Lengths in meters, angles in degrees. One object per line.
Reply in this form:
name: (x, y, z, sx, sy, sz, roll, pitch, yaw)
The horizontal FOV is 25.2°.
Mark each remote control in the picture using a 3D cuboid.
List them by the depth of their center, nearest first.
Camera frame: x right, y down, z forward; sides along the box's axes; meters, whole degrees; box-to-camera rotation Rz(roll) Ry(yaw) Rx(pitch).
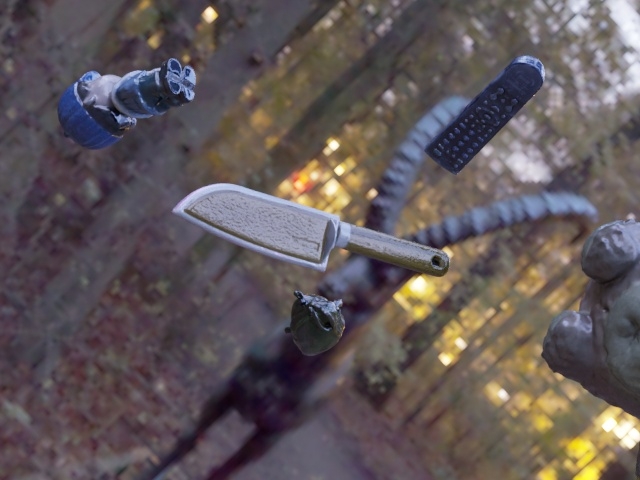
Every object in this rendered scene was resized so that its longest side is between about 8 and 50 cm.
remote control: (0.166, -0.126, 1.414, 0.043, 0.152, 0.027, 33, 35, -16)

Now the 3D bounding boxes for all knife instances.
knife: (0.001, 0.000, 1.092, 0.256, 0.046, 0.022, 16, -4, -33)

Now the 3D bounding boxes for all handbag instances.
handbag: (-0.005, 0.087, 1.560, 0.047, 0.072, 0.111, 60, -3, 24)

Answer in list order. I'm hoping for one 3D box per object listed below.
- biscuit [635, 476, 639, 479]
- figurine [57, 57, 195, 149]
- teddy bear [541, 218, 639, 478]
biscuit: (0.391, 0.296, 1.692, 0.084, 0.023, 0.084, 179, -90, -89)
figurine: (-0.181, -0.125, 1.338, 0.136, 0.079, 0.077, 0, -12, 33)
teddy bear: (0.311, 0.092, 1.131, 0.151, 0.236, 0.267, 6, 22, -37)
